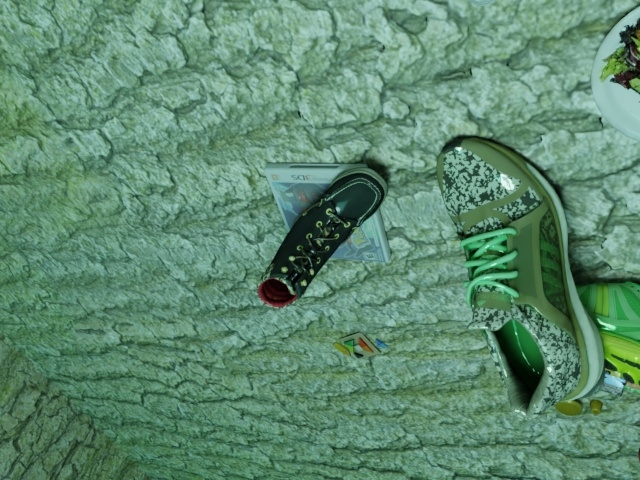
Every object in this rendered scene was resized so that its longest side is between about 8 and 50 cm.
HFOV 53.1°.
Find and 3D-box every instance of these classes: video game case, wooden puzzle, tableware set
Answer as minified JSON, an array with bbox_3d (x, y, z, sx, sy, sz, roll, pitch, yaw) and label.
[{"bbox_3d":[0.014,-0.045,1.091,0.184,0.023,0.201,4,135,27],"label":"video game case"},{"bbox_3d":[0.081,0.224,1.345,0.078,0.014,0.116,39,139,-13],"label":"wooden puzzle"},{"bbox_3d":[0.453,0.275,1.184,0.154,0.024,0.104,37,136,-8],"label":"tableware set"}]

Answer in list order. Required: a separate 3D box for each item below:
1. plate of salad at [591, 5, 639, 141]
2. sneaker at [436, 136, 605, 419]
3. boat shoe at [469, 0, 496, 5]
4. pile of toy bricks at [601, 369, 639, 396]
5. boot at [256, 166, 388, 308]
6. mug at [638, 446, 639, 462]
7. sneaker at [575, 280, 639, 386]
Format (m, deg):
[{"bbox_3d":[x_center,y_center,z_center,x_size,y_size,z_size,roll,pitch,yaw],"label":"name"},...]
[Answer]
[{"bbox_3d":[0.406,-0.178,0.710,0.200,0.048,0.199,16,139,15],"label":"plate of salad"},{"bbox_3d":[0.254,0.054,0.865,0.158,0.182,0.410,-25,89,41],"label":"sneaker"},{"bbox_3d":[0.143,-0.329,0.687,0.066,0.063,0.184,-8,128,35],"label":"boat shoe"},{"bbox_3d":[0.510,0.189,1.014,0.212,0.118,0.105,16,102,29],"label":"pile of toy bricks"},{"bbox_3d":[0.001,0.001,0.990,0.085,0.178,0.236,40,139,-12],"label":"boot"},{"bbox_3d":[0.617,0.316,1.084,0.150,0.113,0.169,-17,123,5],"label":"mug"},{"bbox_3d":[0.421,0.113,0.968,0.296,0.123,0.109,32,153,25],"label":"sneaker"}]
